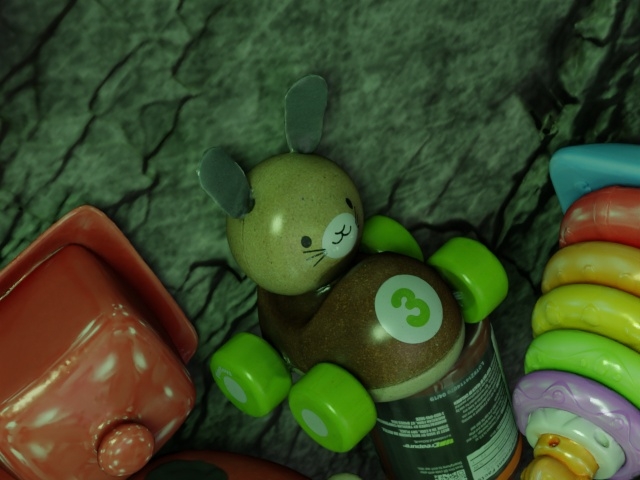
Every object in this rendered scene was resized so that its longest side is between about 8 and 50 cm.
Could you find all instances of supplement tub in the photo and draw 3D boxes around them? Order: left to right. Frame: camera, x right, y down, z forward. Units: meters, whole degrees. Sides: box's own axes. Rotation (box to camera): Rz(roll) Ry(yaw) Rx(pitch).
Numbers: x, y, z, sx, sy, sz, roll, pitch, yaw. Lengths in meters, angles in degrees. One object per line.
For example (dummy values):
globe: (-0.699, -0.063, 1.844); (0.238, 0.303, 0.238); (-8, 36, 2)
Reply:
supplement tub: (0.082, 0.120, 1.164); (0.106, 0.106, 0.198); (-35, 135, -16)

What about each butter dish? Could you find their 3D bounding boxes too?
butter dish: (-0.135, 0.092, 0.956); (0.160, 0.118, 0.160); (-42, 135, -9)

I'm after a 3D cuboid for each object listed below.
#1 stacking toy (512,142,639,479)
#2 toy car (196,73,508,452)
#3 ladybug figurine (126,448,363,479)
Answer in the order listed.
stacking toy: (0.192, 0.097, 1.122); (0.302, 0.175, 0.166); (-58, 142, -26)
toy car: (0.000, 0.000, 1.002); (0.155, 0.149, 0.188); (-41, 125, -27)
ladybug figurine: (-0.152, 0.272, 0.982); (0.449, 0.305, 0.162); (-38, 93, -21)
